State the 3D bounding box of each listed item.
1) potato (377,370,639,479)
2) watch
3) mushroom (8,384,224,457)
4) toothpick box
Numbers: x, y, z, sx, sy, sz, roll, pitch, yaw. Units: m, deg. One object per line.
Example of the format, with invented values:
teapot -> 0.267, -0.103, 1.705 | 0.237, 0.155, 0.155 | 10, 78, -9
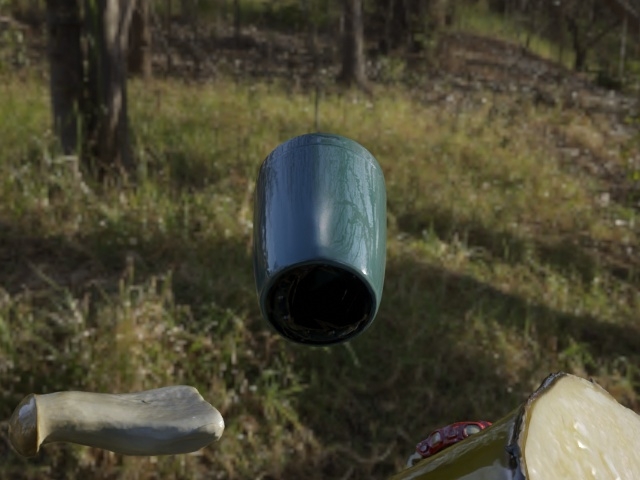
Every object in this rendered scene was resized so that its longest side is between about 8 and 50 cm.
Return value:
potato -> 0.146, 0.291, 0.798 | 0.296, 0.289, 0.397 | -37, -34, 25
watch -> 0.174, 0.331, 1.151 | 0.165, 0.102, 0.268 | -25, 44, 15
mushroom -> -0.337, 0.295, 1.688 | 0.329, 0.122, 0.159 | 3, -18, -23
toothpick box -> 0.000, 0.000, 0.884 | 0.120, 0.120, 0.184 | 2, 37, -2
